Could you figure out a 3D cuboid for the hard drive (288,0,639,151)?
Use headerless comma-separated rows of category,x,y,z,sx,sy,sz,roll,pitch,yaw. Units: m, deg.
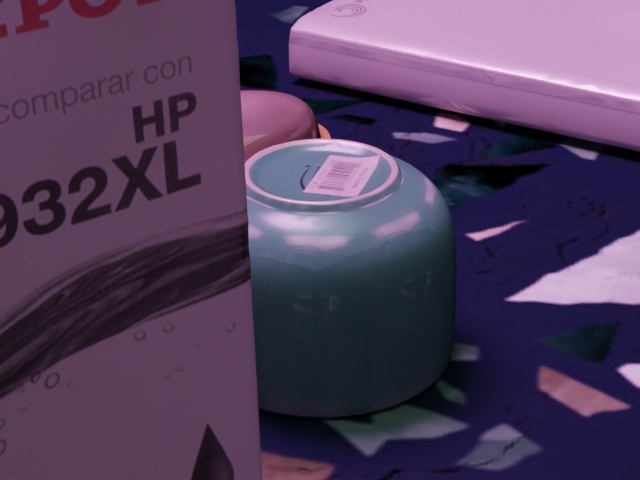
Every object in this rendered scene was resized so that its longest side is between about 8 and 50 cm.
hard drive,0.188,-0.134,1.058,0.353,0.047,0.233,15,32,30

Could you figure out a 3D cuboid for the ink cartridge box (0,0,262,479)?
ink cartridge box,-0.143,0.030,0.480,0.223,0.307,0.129,-18,32,-28

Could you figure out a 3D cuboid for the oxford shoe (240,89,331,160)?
oxford shoe,-0.166,-0.053,0.825,0.363,0.133,0.130,-10,28,-16

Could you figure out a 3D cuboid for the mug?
mug,-0.006,0.004,0.749,0.129,0.097,0.158,-16,31,-25
